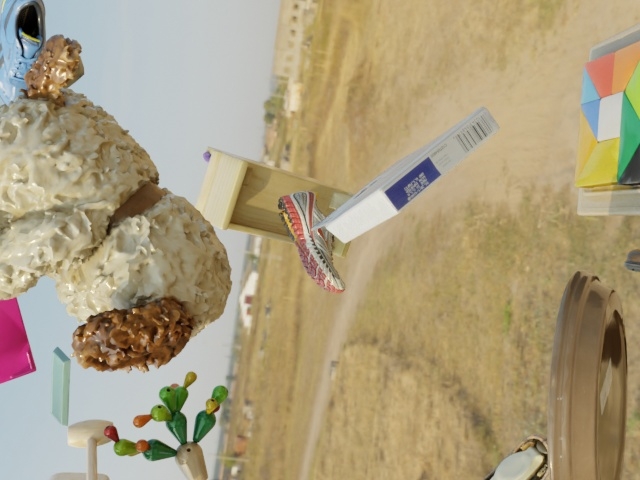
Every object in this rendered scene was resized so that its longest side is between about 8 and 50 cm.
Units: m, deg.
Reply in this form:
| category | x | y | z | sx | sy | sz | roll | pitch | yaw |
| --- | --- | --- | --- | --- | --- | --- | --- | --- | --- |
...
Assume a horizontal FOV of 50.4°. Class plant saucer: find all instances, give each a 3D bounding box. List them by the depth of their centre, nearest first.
| category | x | y | z | sx | sy | sz | roll | pitch | yaw |
| --- | --- | --- | --- | --- | --- | --- | --- | --- | --- |
| plant saucer | 0.285 | 0.169 | 0.707 | 0.278 | 0.041 | 0.278 | -2 | -88 | -58 |
| plant saucer | -0.616 | 0.348 | 1.605 | 0.067 | 0.018 | 0.192 | 29 | 119 | 37 |

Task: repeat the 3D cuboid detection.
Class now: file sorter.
| category | x | y | z | sx | sy | sz | roll | pitch | yaw |
| --- | --- | --- | --- | --- | --- | --- | --- | --- | --- |
| file sorter | -0.676 | 0.115 | 1.243 | 0.182 | 0.202 | 0.291 | 28 | 129 | 51 |

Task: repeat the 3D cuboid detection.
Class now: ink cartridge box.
| category | x | y | z | sx | sy | sz | roll | pitch | yaw |
| --- | --- | --- | --- | --- | --- | --- | --- | --- | --- |
| ink cartridge box | 0.115 | -0.082 | 0.972 | 0.223 | 0.045 | 0.224 | -39 | 5 | -26 |

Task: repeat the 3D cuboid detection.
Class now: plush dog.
| category | x | y | z | sx | sy | sz | roll | pitch | yaw |
| --- | --- | --- | --- | --- | --- | --- | --- | --- | --- |
| plush dog | -0.167 | -0.011 | 0.538 | 0.210 | 0.225 | 0.262 | -47 | 10 | 21 |

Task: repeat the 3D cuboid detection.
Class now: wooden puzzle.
| category | x | y | z | sx | sy | sz | roll | pitch | yaw |
| --- | --- | --- | --- | --- | --- | --- | --- | --- | --- |
| wooden puzzle | 0.349 | -0.139 | 0.790 | 0.239 | 0.044 | 0.221 | -116 | 30 | -88 |

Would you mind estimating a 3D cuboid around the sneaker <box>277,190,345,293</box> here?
| category | x | y | z | sx | sy | sz | roll | pitch | yaw |
| --- | --- | --- | --- | --- | --- | --- | --- | --- | --- |
| sneaker | 0.000 | 0.000 | 1.364 | 0.225 | 0.092 | 0.088 | 66 | 162 | 4 |

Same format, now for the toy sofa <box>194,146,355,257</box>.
| category | x | y | z | sx | sy | sz | roll | pitch | yaw |
| --- | --- | --- | --- | --- | --- | --- | --- | --- | --- |
| toy sofa | -0.096 | -0.080 | 1.492 | 0.177 | 0.362 | 0.150 | 25 | 99 | 49 |

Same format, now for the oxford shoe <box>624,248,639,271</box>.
| category | x | y | z | sx | sy | sz | roll | pitch | yaw |
| --- | --- | --- | --- | --- | --- | --- | --- | --- | --- |
| oxford shoe | 0.579 | -0.001 | 1.046 | 0.227 | 0.083 | 0.096 | -18 | 83 | 43 |

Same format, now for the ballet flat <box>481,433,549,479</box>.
| category | x | y | z | sx | sy | sz | roll | pitch | yaw |
| --- | --- | --- | --- | --- | --- | --- | --- | --- | --- |
| ballet flat | 0.283 | 0.440 | 1.137 | 0.316 | 0.106 | 0.107 | -47 | 46 | -4 |

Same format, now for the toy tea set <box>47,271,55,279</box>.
| category | x | y | z | sx | sy | sz | roll | pitch | yaw |
| --- | --- | --- | --- | --- | --- | --- | --- | --- | --- |
| toy tea set | -0.420 | -0.062 | 1.033 | 0.124 | 0.336 | 0.200 | -52 | -6 | -42 |

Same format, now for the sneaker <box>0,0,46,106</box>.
| category | x | y | z | sx | sy | sz | roll | pitch | yaw |
| --- | --- | --- | --- | --- | --- | --- | --- | --- | --- |
| sneaker | -0.491 | -0.306 | 1.114 | 0.082 | 0.069 | 0.209 | 44 | 126 | 42 |

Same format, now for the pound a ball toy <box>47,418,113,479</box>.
| category | x | y | z | sx | sy | sz | roll | pitch | yaw |
| --- | --- | --- | --- | --- | --- | --- | --- | --- | --- |
| pound a ball toy | -0.408 | 0.452 | 1.050 | 0.319 | 0.135 | 0.208 | -108 | 23 | -66 |

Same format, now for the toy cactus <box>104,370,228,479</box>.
| category | x | y | z | sx | sy | sz | roll | pitch | yaw |
| --- | --- | --- | --- | --- | --- | --- | --- | --- | --- |
| toy cactus | -0.252 | 0.341 | 1.186 | 0.112 | 0.219 | 0.180 | -12 | 100 | 50 |
